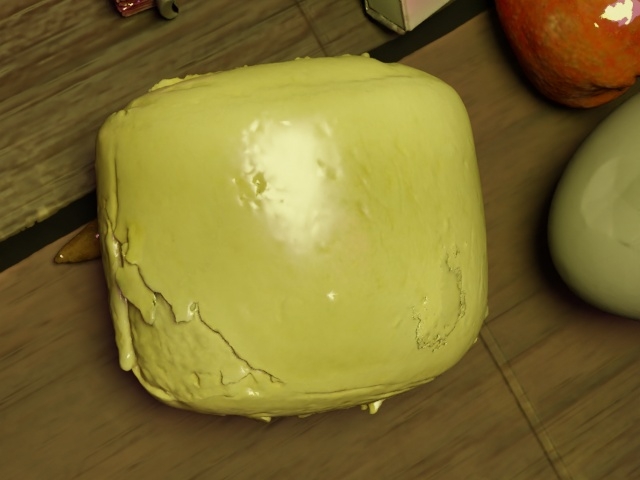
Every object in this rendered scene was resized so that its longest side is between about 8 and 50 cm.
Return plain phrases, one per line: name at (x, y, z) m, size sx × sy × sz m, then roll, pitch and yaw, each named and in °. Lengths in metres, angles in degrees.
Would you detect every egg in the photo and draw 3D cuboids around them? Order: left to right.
egg at (0.269, -0.032, 0.763) m, size 0.232 × 0.176 × 0.176 m, roll -22°, pitch 90°, yaw -12°

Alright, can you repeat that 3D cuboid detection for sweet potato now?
sweet potato at (-0.134, -0.017, 0.740) m, size 0.115 × 0.026 × 0.026 m, roll -39°, pitch 95°, yaw -16°

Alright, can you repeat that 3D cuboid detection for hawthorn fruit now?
hawthorn fruit at (0.196, -0.173, 0.784) m, size 0.133 × 0.133 × 0.138 m, roll -40°, pitch 85°, yaw -14°

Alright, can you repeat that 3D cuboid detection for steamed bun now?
steamed bun at (0.000, 0.000, 0.692) m, size 0.273 × 0.166 × 0.232 m, roll -3°, pitch 85°, yaw -21°

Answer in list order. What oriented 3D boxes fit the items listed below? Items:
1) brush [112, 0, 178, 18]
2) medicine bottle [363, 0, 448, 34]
brush at (-0.166, -0.308, 0.743) m, size 0.050 × 0.060 × 0.321 m, roll -17°, pitch 89°, yaw -4°
medicine bottle at (0.105, -0.266, 0.753) m, size 0.201 × 0.171 × 0.052 m, roll -38°, pitch 58°, yaw -16°
